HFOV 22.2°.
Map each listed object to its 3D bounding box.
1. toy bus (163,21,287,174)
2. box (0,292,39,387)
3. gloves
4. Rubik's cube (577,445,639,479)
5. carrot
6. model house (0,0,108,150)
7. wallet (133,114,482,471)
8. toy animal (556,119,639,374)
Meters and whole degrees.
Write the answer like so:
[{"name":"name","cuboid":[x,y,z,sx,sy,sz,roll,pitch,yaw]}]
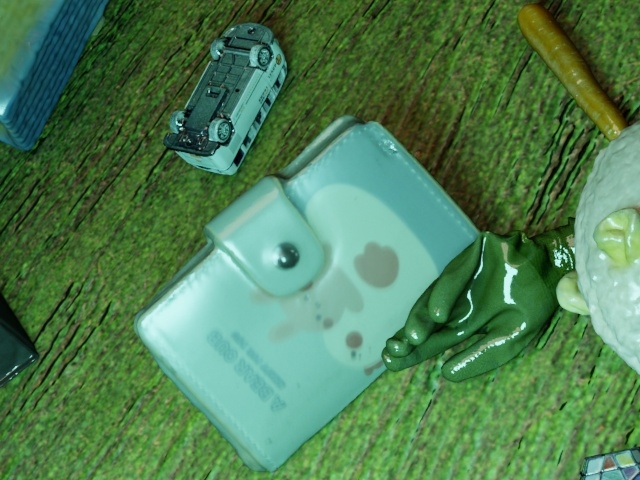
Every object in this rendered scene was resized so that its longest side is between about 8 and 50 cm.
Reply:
[{"name":"toy bus","cuboid":[-0.109,-0.174,2.031,0.087,0.089,0.194,13,68,36]},{"name":"box","cuboid":[-0.546,0.079,1.949,0.251,0.345,0.204,-39,51,0]},{"name":"gloves","cuboid":[0.180,0.060,1.713,0.268,0.135,0.107,-27,7,-10]},{"name":"Rubik's cube","cuboid":[0.289,0.245,1.546,0.111,0.111,0.093,23,45,37]},{"name":"carrot","cuboid":[0.289,-0.188,1.856,0.043,0.043,0.248,-34,53,6]},{"name":"model house","cuboid":[-0.495,-0.302,2.191,0.382,0.342,0.334,16,78,44]},{"name":"wallet","cuboid":[-0.013,0.051,1.765,0.360,0.252,0.083,-42,10,-2]},{"name":"toy animal","cuboid":[0.365,-0.015,1.597,0.226,0.188,0.358,14,64,3]}]
